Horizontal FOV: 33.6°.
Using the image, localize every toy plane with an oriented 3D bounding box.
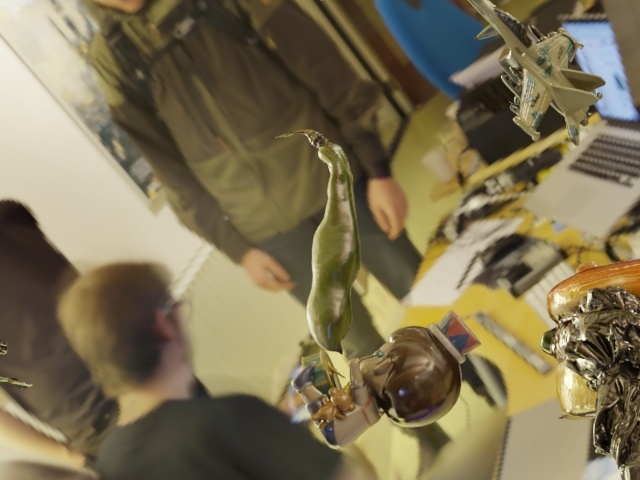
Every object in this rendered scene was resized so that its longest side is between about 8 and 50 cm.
[{"bbox_3d":[0.264,-0.241,1.388,0.192,0.262,0.088,-58,10,-31],"label":"toy plane"}]

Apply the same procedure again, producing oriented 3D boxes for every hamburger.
[{"bbox_3d":[0.596,0.159,1.837,0.395,0.278,0.396,-4,-13,-1],"label":"hamburger"}]

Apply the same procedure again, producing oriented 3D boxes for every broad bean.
[{"bbox_3d":[0.010,-0.003,1.420,0.098,0.318,0.056,-18,-20,29],"label":"broad bean"}]

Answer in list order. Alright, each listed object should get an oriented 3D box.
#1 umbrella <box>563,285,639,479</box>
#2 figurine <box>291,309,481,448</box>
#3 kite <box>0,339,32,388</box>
[{"bbox_3d":[0.435,0.230,1.585,0.154,0.128,0.337,-28,47,48],"label":"umbrella"},{"bbox_3d":[0.103,0.199,1.537,0.275,0.161,0.158,-18,49,3],"label":"figurine"},{"bbox_3d":[-0.435,0.122,1.136,0.323,0.267,0.013,-16,59,47],"label":"kite"}]
